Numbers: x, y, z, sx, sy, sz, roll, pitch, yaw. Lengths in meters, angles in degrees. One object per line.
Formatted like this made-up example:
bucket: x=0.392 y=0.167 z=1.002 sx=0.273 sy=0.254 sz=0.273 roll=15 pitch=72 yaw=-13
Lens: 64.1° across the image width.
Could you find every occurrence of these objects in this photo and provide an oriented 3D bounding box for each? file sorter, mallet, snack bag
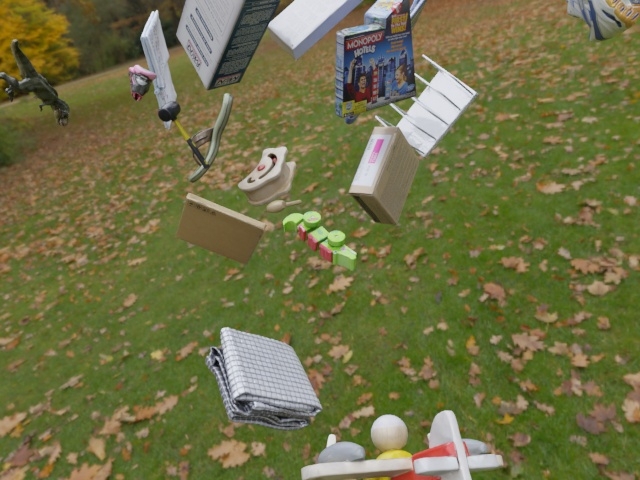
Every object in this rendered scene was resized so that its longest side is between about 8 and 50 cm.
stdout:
file sorter: x=0.361 y=-0.473 z=1.789 sx=0.173 sy=0.277 sz=0.193 roll=16 pitch=29 yaw=-47
mallet: x=-0.343 y=-0.273 z=1.321 sx=0.039 sy=0.189 sz=0.062 roll=-19 pitch=36 yaw=24
snack bag: x=-0.565 y=-0.605 z=1.829 sx=0.037 sy=0.342 sz=0.323 roll=-8 pitch=38 yaw=-5

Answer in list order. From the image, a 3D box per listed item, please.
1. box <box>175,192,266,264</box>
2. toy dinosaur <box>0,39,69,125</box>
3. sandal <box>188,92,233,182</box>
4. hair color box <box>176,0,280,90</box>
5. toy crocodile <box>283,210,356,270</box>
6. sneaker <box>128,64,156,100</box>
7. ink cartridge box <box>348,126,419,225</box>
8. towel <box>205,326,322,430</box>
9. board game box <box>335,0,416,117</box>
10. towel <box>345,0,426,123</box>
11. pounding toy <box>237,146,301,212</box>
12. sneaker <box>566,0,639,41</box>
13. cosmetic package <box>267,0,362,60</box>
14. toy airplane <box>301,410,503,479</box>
box: x=-0.254 y=-0.023 z=1.282 sx=0.201 sy=0.164 sz=0.021 roll=22 pitch=48 yaw=-10
toy dinosaur: x=-0.699 y=-0.370 z=1.208 sx=0.118 sy=0.268 sz=0.064 roll=-10 pitch=66 yaw=-3
sandal: x=-0.359 y=-0.326 z=1.614 sx=0.086 sy=0.302 sz=0.120 roll=20 pitch=2 yaw=-19
hair color box: x=-0.217 y=-0.521 z=1.176 sx=0.105 sy=0.173 sz=0.347 roll=-26 pitch=-4 yaw=-31
toy crocodile: x=0.000 y=0.000 z=1.873 sx=0.105 sy=0.115 sz=0.340 roll=-33 pitch=57 yaw=-30
sneaker: x=-0.328 y=-0.280 z=0.923 sx=0.047 sy=0.057 sz=0.119 roll=16 pitch=6 yaw=-23
ink cartridge box: x=0.196 y=-0.192 z=1.531 sx=0.088 sy=0.193 sz=0.234 roll=11 pitch=70 yaw=36
towel: x=-0.158 y=0.380 z=1.371 sx=0.121 sy=0.284 sz=0.235 roll=-50 pitch=42 yaw=18
board game box: x=0.099 y=-0.345 z=0.938 sx=0.194 sy=0.194 sz=0.060 roll=-24 pitch=40 yaw=-31
towel: x=0.159 y=-0.462 z=1.321 sx=0.243 sy=0.040 sz=0.336 roll=-56 pitch=-1 yaw=-17
pounding toy: x=-0.159 y=-0.169 z=1.663 sx=0.154 sy=0.155 sz=0.269 roll=-14 pitch=40 yaw=22
sneaker: x=0.640 y=-0.621 z=1.253 sx=0.112 sy=0.296 sz=0.131 roll=-31 pitch=-1 yaw=-19
cosmetic package: x=-0.010 y=-0.569 z=1.278 sx=0.239 sy=0.099 sz=0.060 roll=-43 pitch=-14 yaw=-3
toy airplane: x=0.188 y=0.487 z=1.109 sx=0.384 sy=0.386 sz=0.272 roll=-28 pitch=39 yaw=4
